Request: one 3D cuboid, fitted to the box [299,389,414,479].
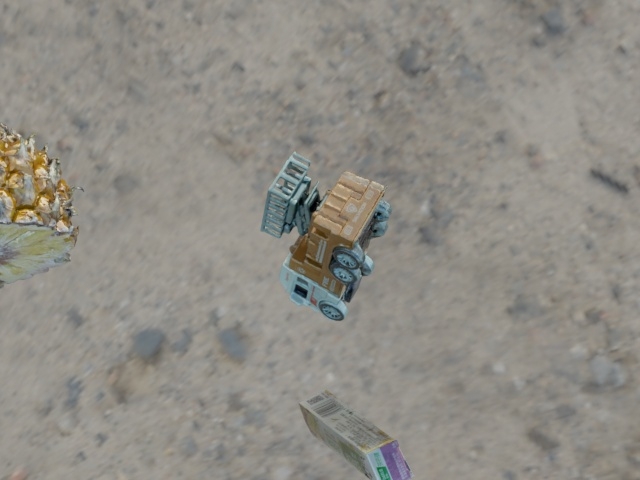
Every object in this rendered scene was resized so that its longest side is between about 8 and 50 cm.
[{"bbox_3d":[0.034,0.210,1.669,0.041,0.207,0.050,-26,108,-15],"label":"box"}]

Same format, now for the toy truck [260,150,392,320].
[{"bbox_3d":[-0.001,0.001,1.619,0.115,0.178,0.080,26,59,8],"label":"toy truck"}]

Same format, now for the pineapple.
[{"bbox_3d":[-0.285,-0.050,1.301,0.176,0.161,0.137,17,59,-51],"label":"pineapple"}]
